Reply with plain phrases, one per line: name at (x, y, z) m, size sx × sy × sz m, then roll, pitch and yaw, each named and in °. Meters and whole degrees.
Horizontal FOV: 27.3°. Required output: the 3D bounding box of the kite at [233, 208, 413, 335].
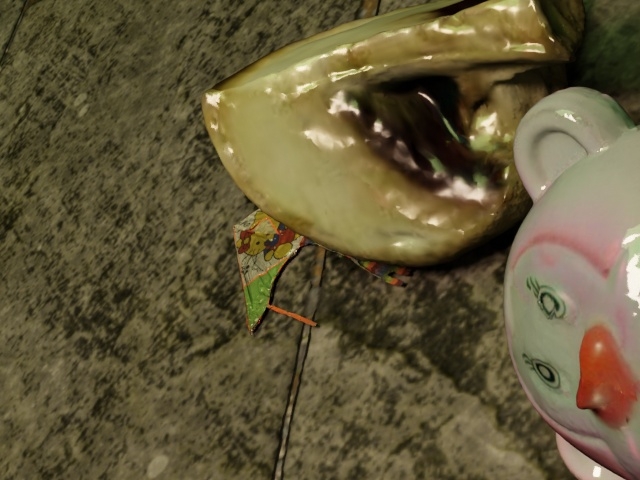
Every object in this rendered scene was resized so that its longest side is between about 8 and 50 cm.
kite at (0.000, 0.000, 1.116) m, size 0.244 × 0.006 × 0.198 m, roll 13°, pitch 66°, yaw 50°

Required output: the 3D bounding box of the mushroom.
mushroom at (0.095, -0.104, 1.028) m, size 0.292 × 0.212 × 0.217 m, roll -26°, pitch 2°, yaw 29°

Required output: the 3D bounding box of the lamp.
lamp at (0.252, 0.028, 0.694) m, size 0.301 × 0.247 × 0.247 m, roll 4°, pitch 29°, yaw 39°
